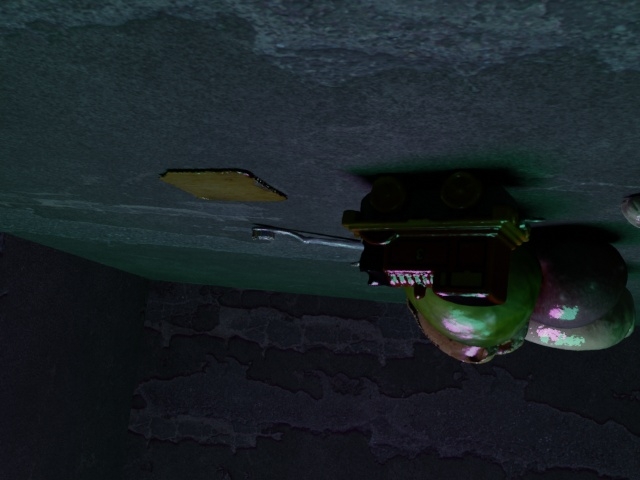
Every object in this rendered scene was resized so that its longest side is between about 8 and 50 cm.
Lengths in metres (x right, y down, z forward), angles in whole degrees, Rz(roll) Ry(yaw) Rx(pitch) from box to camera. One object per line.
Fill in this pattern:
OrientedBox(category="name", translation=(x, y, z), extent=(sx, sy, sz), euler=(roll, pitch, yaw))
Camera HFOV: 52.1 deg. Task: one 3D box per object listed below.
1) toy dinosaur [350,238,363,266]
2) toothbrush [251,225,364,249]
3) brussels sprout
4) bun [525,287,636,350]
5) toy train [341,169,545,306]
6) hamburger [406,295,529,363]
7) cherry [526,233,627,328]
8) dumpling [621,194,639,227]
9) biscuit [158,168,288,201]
OrientedBox(category="toy dinosaur", translation=(0.231, 0.033, 1.841), extent=(0.294, 0.077, 0.162), euler=(3, 163, 6))
OrientedBox(category="toothbrush", translation=(0.000, 0.000, 1.921), extent=(0.414, 0.042, 0.035), euler=(7, 170, -16))
OrientedBox(category="brussels sprout", translation=(0.325, 0.070, 1.416), extent=(0.344, 0.344, 0.268), euler=(16, 133, -45))
OrientedBox(category="bun", translation=(0.743, 0.184, 1.953), extent=(0.366, 0.219, 0.365), euler=(0, -166, 0))
OrientedBox(category="toy train", translation=(0.224, 0.000, 1.214), extent=(0.369, 0.231, 0.163), euler=(-1, 165, 31))
OrientedBox(category="hamburger", translation=(0.381, 0.156, 1.740), extent=(0.195, 0.317, 0.277), euler=(-18, -168, -37))
OrientedBox(category="cherry", translation=(0.586, 0.089, 1.553), extent=(0.308, 0.221, 0.261), euler=(-14, -159, -25))
OrientedBox(category="dumpling", translation=(0.584, -0.052, 1.183), extent=(0.077, 0.059, 0.043), euler=(5, -179, 26))
OrientedBox(category="biscuit", translation=(-0.217, -0.118, 1.441), extent=(0.237, 0.013, 0.232), euler=(1, 170, 22))
